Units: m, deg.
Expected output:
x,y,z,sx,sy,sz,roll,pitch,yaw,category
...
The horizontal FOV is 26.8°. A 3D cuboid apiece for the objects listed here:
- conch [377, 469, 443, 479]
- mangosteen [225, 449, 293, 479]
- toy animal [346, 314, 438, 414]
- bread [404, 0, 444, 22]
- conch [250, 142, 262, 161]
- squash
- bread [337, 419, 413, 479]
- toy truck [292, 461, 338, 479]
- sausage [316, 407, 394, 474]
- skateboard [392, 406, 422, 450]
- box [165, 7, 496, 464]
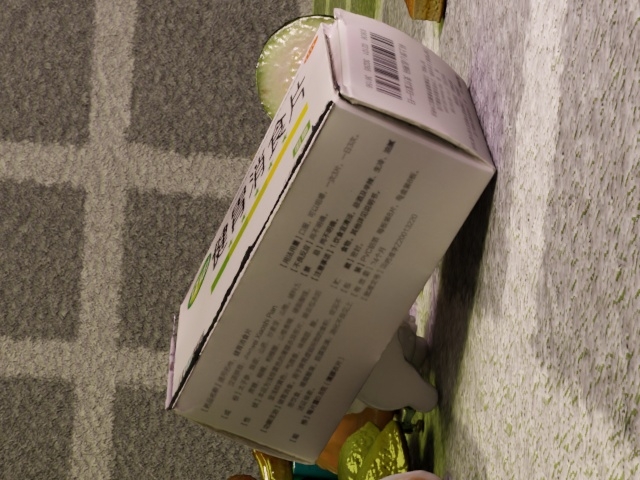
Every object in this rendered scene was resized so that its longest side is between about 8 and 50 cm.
x,y,z,sx,sy,sz,roll,pitch,yaw,category
0.063,0.249,1.127,0.176,0.094,0.104,72,-168,-73,conch
-0.083,0.439,1.681,0.297,0.293,0.297,45,161,19,mangosteen
0.038,0.101,1.259,0.131,0.127,0.181,55,180,-7,toy animal
0.103,-0.270,1.306,0.090,0.035,0.094,-93,8,-58,bread
-0.002,-0.074,1.522,0.159,0.210,0.291,50,162,0,conch
0.005,-0.214,1.827,0.123,0.170,0.170,11,-98,-77,squash
0.046,0.233,1.274,0.187,0.065,0.149,94,164,-49,bread
-0.017,0.312,1.930,0.124,0.114,0.253,124,151,-59,toy truck
0.026,0.130,1.431,0.136,0.120,0.241,29,123,48,sausage
0.081,0.171,1.307,0.083,0.032,0.063,105,178,-58,skateboard
0.001,-0.002,1.118,0.332,0.145,0.173,-61,17,25,box
